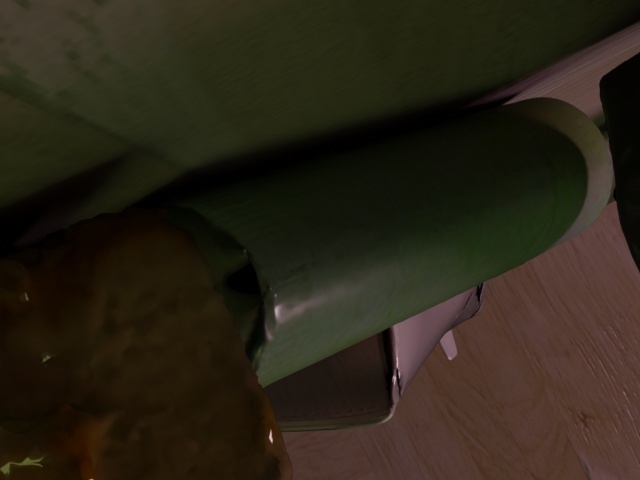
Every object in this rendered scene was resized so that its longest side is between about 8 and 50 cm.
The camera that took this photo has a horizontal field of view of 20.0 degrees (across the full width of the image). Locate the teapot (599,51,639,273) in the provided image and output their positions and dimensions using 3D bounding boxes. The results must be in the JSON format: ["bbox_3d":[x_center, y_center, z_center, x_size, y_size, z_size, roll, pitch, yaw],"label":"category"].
[{"bbox_3d":[0.261,-0.030,0.643,0.300,0.253,0.344,17,179,-3],"label":"teapot"}]

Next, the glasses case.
[{"bbox_3d":[0.021,0.047,1.126,0.128,0.083,0.308,-16,-176,14],"label":"glasses case"}]

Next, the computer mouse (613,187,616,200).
[{"bbox_3d":[0.322,-0.085,1.212,0.183,0.116,0.323,-26,-178,-32],"label":"computer mouse"}]

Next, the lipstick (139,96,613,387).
[{"bbox_3d":[0.027,-0.005,0.720,0.076,0.076,0.304,-31,174,34],"label":"lipstick"}]

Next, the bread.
[{"bbox_3d":[-0.144,0.090,0.589,0.185,0.114,0.275,-21,171,-26],"label":"bread"}]

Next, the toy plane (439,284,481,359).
[{"bbox_3d":[0.098,0.029,1.490,0.160,0.082,0.234,-40,-175,20],"label":"toy plane"}]
